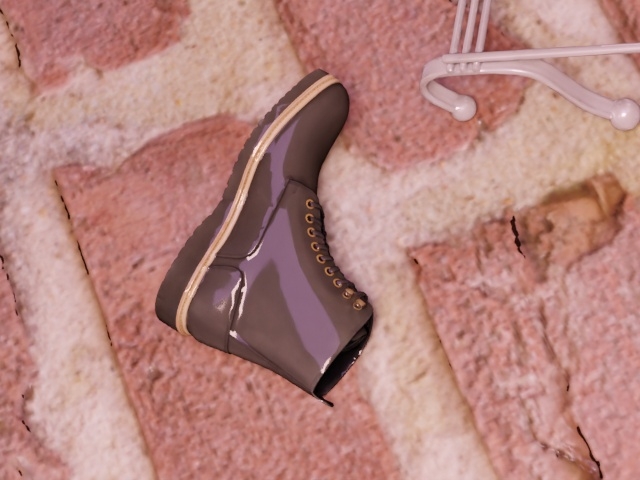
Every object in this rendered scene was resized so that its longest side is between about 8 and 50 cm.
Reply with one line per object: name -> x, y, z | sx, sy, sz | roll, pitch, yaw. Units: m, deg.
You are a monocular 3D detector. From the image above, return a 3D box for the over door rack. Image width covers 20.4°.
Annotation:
over door rack -> 0.232, -0.202, 1.154 | 0.324, 0.108, 0.239 | -8, 60, 36

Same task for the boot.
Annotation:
boot -> 0.000, 0.000, 1.164 | 0.137, 0.077, 0.198 | 29, 88, 21
